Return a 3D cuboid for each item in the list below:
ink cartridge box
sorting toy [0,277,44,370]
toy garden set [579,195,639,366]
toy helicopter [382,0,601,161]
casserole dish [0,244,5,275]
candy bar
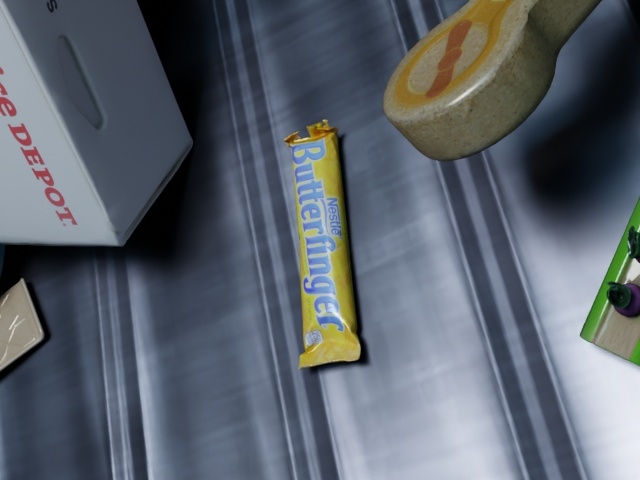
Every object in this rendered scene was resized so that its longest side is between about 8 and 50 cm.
[{"bbox_3d":[-0.259,-0.111,0.651,0.289,0.211,0.121,2,42,25],"label":"ink cartridge box"},{"bbox_3d":[-0.237,0.057,0.722,0.062,0.012,0.083,-38,56,10],"label":"sorting toy"},{"bbox_3d":[0.244,-0.003,0.394,0.244,0.049,0.204,27,97,40],"label":"toy garden set"},{"bbox_3d":[0.148,-0.185,0.498,0.355,0.140,0.235,-50,30,-9],"label":"toy helicopter"},{"bbox_3d":[-0.307,0.029,0.750,0.188,0.037,0.114,-27,45,19],"label":"casserole dish"},{"bbox_3d":[0.000,0.000,0.596,0.040,0.018,0.161,-16,64,25],"label":"candy bar"}]
